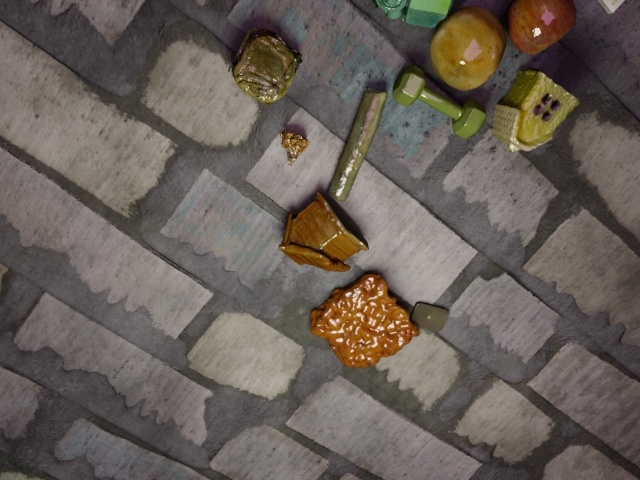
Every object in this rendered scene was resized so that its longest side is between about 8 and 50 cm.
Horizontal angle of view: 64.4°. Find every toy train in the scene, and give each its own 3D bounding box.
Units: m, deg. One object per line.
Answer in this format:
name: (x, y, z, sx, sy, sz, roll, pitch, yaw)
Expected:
toy train: (0.274, -0.750, 1.401, 0.238, 0.299, 0.167, 12, 63, 1)

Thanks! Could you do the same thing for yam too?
yam: (0.118, -0.301, 1.619, 0.083, 0.083, 0.372, 17, 105, -10)

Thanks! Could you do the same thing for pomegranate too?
pomegranate: (0.434, -0.564, 1.494, 0.233, 0.233, 0.233, -1, 107, -5)

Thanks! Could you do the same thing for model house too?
model house: (0.635, -0.391, 1.577, 0.174, 0.193, 0.234, 35, 104, -14)
model house: (0.001, -0.001, 1.660, 0.229, 0.220, 0.199, -36, 148, 11)

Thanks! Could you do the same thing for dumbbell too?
dumbbell: (0.372, -0.430, 1.583, 0.302, 0.121, 0.108, 26, 132, -11)

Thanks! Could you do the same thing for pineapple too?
pineapple: (-0.081, -0.294, 1.618, 0.114, 0.077, 0.114, 29, 118, 22)

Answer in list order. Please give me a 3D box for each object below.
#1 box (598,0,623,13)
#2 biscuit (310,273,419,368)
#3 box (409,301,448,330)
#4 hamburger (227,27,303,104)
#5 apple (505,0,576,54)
box: (0.862, -0.819, 1.545, 0.220, 0.032, 0.122, 40, 99, -14)
biscuit: (0.150, 0.296, 1.783, 0.318, 0.110, 0.312, -35, 107, 8)
box: (0.391, 0.273, 1.841, 0.126, 0.031, 0.091, 14, 105, -9)
hamburger: (-0.169, -0.516, 1.516, 0.183, 0.130, 0.206, 29, 84, -14)
apple: (0.644, -0.656, 1.497, 0.188, 0.188, 0.174, -35, 96, 6)
